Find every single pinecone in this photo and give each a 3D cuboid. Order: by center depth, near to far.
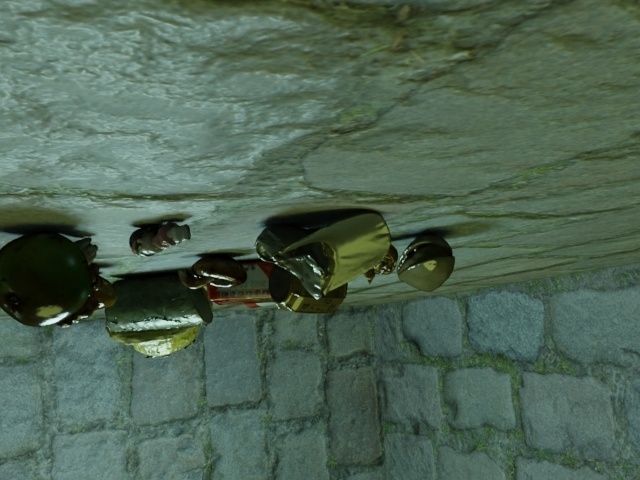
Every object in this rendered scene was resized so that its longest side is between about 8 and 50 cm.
[{"bbox_3d":[-0.569,0.108,1.437,0.179,0.150,0.195,-19,-171,-31],"label":"pinecone"}]

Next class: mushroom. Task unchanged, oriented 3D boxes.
[{"bbox_3d":[-0.269,0.078,1.638,0.170,0.080,0.135,-3,159,-5],"label":"mushroom"}]

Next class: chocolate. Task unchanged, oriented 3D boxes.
[{"bbox_3d":[-0.203,0.121,1.845,0.234,0.108,0.237,-2,172,-3],"label":"chocolate"}]

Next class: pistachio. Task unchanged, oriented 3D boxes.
[{"bbox_3d":[0.247,0.052,1.546,0.135,0.136,0.226,-4,163,0],"label":"pistachio"}]

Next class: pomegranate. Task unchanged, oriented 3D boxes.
[{"bbox_3d":[-0.493,0.056,1.203,0.180,0.180,0.210,-9,-154,30],"label":"pomegranate"}]

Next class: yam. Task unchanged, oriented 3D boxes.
[{"bbox_3d":[-0.468,0.181,1.910,0.304,0.168,0.168,-7,171,13],"label":"yam"}]

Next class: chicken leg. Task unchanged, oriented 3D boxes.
[{"bbox_3d":[0.100,0.050,1.605,0.207,0.101,0.085,-1,145,46],"label":"chicken leg"}]

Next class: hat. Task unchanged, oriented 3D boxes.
[{"bbox_3d":[0.000,0.000,1.293,0.244,0.149,0.214,-37,143,1],"label":"hat"}]

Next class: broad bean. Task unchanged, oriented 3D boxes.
[{"bbox_3d":[-0.621,0.135,1.641,0.156,0.122,0.228,-29,146,33],"label":"broad bean"}]

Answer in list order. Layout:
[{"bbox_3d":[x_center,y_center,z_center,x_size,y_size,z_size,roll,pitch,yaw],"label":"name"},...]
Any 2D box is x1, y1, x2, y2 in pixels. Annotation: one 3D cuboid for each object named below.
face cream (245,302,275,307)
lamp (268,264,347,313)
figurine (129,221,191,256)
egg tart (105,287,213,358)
[{"bbox_3d":[-0.182,0.173,2.207,0.096,0.096,0.214,2,169,-34],"label":"face cream"},{"bbox_3d":[-0.031,0.112,1.691,0.185,0.161,0.161,3,168,-35],"label":"lamp"},{"bbox_3d":[-0.292,-0.007,1.200,0.129,0.054,0.072,-18,179,32],"label":"figurine"},{"bbox_3d":[-0.502,0.259,2.091,0.345,0.132,0.345,-8,-153,4],"label":"egg tart"}]
